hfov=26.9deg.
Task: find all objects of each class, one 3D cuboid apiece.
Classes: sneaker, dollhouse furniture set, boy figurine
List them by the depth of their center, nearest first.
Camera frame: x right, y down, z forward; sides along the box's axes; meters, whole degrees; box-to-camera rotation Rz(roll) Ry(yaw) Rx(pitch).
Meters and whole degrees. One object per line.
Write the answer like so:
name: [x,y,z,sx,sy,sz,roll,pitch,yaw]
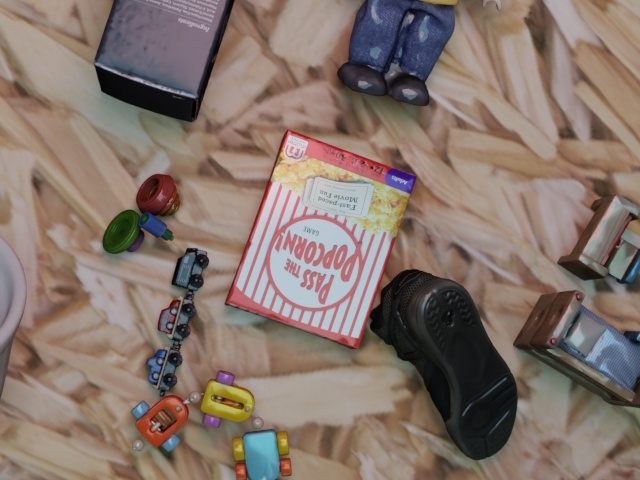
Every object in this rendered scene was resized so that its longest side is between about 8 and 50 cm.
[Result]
boy figurine: [0.112,-0.284,1.369,0.177,0.092,0.285,15,108,-11]
dollhouse furniture set: [0.314,0.062,1.394,0.129,0.129,0.183,31,83,-4]
sneaker: [0.127,0.121,1.397,0.087,0.130,0.227,-34,118,-13]

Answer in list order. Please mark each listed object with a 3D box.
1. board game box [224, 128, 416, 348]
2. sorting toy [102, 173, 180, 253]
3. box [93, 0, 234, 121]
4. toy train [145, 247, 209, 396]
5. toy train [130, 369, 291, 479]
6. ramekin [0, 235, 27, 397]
board game box: [0.000,0.000,1.401,0.147,0.045,0.193,19,84,-5]
sorting toy: [-0.177,-0.019,1.383,0.042,0.061,0.102,38,89,-37]
box: [-0.144,-0.239,1.347,0.108,0.153,0.207,18,83,-5]
toy train: [-0.151,0.083,1.386,0.036,0.027,0.158,15,84,-2]
toy train: [-0.108,0.204,1.376,0.166,0.046,0.125,44,92,-4]
ramekin: [-0.416,0.089,1.234,0.277,0.277,0.135,8,126,-6]
